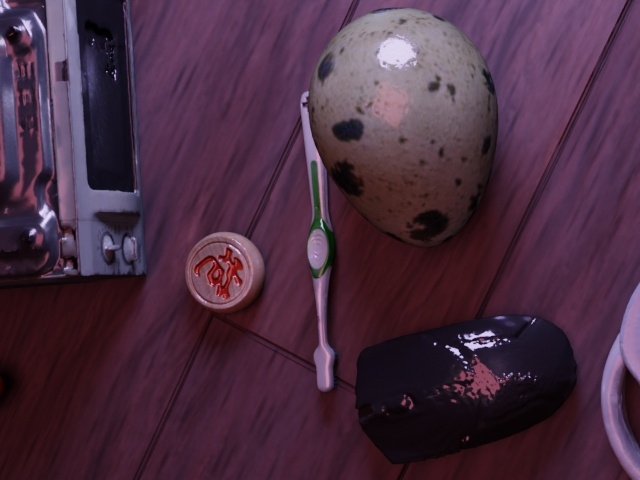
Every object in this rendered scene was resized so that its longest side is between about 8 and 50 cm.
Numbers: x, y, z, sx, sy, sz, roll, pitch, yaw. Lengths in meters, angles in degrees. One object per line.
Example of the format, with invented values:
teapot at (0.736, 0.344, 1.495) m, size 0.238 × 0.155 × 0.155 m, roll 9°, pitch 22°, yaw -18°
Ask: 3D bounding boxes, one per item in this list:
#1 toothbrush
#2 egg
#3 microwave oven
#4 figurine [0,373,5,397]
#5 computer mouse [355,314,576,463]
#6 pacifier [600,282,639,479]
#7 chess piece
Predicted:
toothbrush at (-0.001, 0.000, 1.480) m, size 0.030 × 0.030 × 0.304 m, roll -4°, pitch 88°, yaw 17°
egg at (0.080, -0.104, 1.383) m, size 0.177 × 0.177 × 0.228 m, roll -9°, pitch 100°, yaw 17°
microwave oven at (-0.311, -0.101, 1.498) m, size 0.237 × 0.181 × 0.295 m, roll -5°, pitch 88°, yaw 16°
figurine at (-0.476, 0.208, 1.552) m, size 0.287 × 0.186 × 0.176 m, roll -47°, pitch 117°, yaw -5°
computer mouse at (0.135, 0.139, 1.413) m, size 0.217 × 0.073 × 0.122 m, roll -17°, pitch 85°, yaw 17°
pacifier at (0.351, 0.142, 1.264) m, size 0.244 × 0.233 × 0.300 m, roll -15°, pitch 84°, yaw 19°
chess piece at (-0.097, 0.033, 1.504) m, size 0.083 × 0.038 × 0.084 m, roll 0°, pitch 89°, yaw 15°
